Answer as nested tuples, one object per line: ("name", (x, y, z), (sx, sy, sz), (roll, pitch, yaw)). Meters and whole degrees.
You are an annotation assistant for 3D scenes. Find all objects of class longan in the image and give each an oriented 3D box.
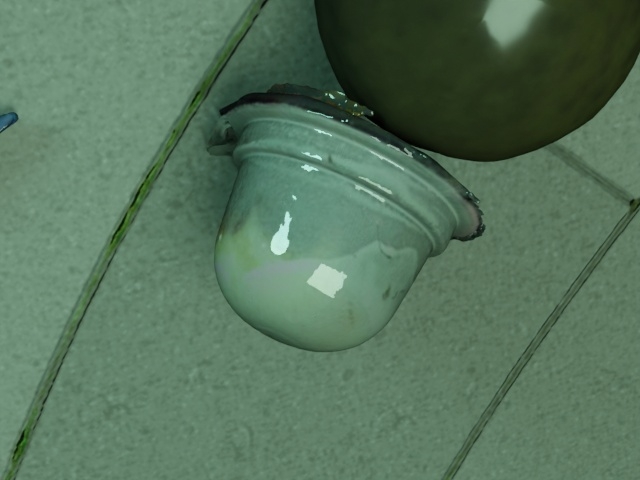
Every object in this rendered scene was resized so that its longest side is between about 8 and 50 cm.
("longan", (0.110, -0.179, 0.883), (0.248, 0.248, 0.248), (-8, 118, -16))

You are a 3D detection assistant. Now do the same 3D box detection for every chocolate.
("chocolate", (-0.008, -0.002, 0.912), (0.221, 0.221, 0.147), (42, 72, -31))

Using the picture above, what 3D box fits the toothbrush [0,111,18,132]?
("toothbrush", (-0.387, 0.021, 0.897), (0.413, 0.035, 0.042), (-31, 98, -4))
